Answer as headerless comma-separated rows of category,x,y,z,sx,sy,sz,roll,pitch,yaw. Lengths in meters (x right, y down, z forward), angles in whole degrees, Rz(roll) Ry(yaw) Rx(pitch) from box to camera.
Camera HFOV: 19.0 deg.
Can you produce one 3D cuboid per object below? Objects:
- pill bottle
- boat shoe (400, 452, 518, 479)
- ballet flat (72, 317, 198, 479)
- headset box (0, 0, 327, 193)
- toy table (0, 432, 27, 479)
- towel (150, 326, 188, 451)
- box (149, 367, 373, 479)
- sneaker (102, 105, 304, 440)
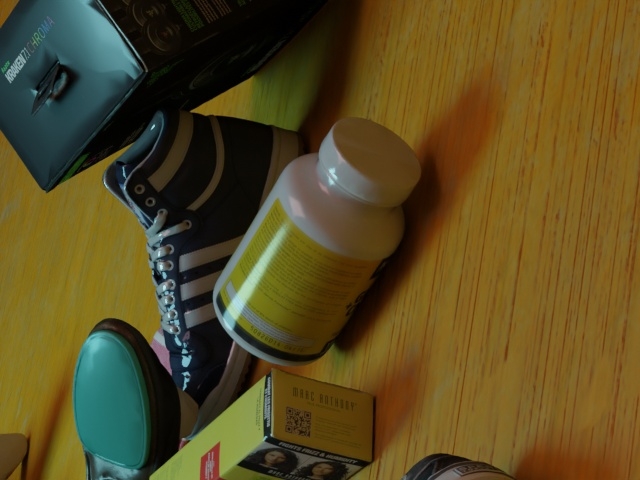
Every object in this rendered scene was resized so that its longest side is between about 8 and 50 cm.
pill bottle,0.000,0.000,1.428,0.184,0.103,0.103,-57,27,34
boat shoe,0.037,0.271,1.148,0.102,0.108,0.301,12,83,68
ballet flat,-0.152,0.181,1.593,0.095,0.096,0.280,19,118,30
headset box,-0.143,-0.189,1.650,0.131,0.283,0.246,55,143,3
toy table,-0.427,0.288,2.094,0.274,0.252,0.161,-39,55,37
towel,-0.161,0.186,1.774,0.197,0.029,0.144,-70,23,9
box,-0.051,0.173,1.449,0.232,0.087,0.058,-42,38,51
sneaker,-0.124,0.022,1.635,0.099,0.153,0.282,11,84,68
